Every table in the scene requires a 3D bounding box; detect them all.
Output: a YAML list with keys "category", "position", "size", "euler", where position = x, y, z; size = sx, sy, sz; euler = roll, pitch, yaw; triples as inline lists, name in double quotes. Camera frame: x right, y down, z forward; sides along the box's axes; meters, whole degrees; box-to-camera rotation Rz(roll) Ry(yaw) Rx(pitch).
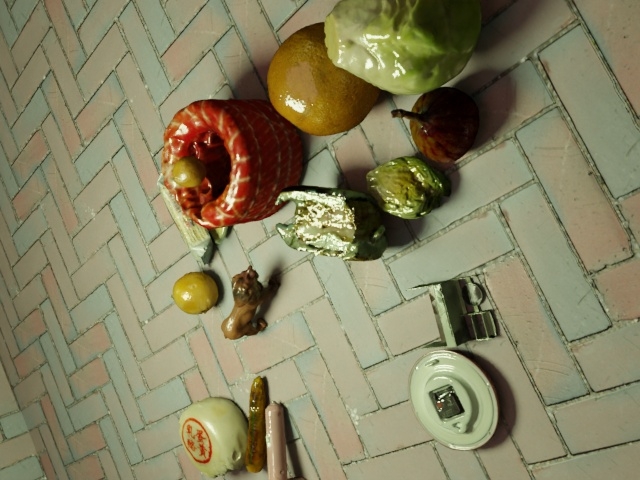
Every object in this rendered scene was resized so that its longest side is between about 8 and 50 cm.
- category: "table"
  position: [0.295, 0.164, 1.574]
  size: [0.175, 0.063, 0.146]
  euler: [-15, 90, 45]

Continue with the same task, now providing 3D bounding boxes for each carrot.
- category: "carrot"
  position: [-0.191, 0.553, 2.101]
  size: [0.066, 0.066, 0.314]
  euler: [13, 105, 39]

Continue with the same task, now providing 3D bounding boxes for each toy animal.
- category: "toy animal"
  position: [-0.220, 0.192, 1.970]
  size: [0.097, 0.158, 0.312]
  euler: [40, 123, 29]

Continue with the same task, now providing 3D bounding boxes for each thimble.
- category: "thimble"
  position: [-0.237, -0.211, 1.837]
  size: [0.350, 0.231, 0.349]
  euler: [10, 106, 39]

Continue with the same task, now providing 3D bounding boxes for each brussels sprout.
- category: "brussels sprout"
  position: [0.195, -0.121, 1.571]
  size: [0.181, 0.101, 0.138]
  euler: [14, 99, 40]
- category: "brussels sprout"
  position: [0.175, -0.427, 1.382]
  size: [0.273, 0.317, 0.242]
  euler: [51, 170, 12]

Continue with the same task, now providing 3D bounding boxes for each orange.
- category: "orange"
  position: [-0.326, -0.171, 1.722]
  size: [0.085, 0.085, 0.084]
  euler: [12, 108, 39]
- category: "orange"
  position: [0.013, -0.366, 1.570]
  size: [0.264, 0.264, 0.264]
  euler: [12, 108, 39]

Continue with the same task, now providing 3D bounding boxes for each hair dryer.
- category: "hair dryer"
  position: [-0.146, 0.643, 2.003]
  size: [0.125, 0.211, 0.352]
  euler: [-15, 76, 48]

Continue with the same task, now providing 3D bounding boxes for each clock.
- category: "clock"
  position: [0.307, 0.371, 1.618]
  size: [0.245, 0.056, 0.244]
  euler: [12, 109, 38]

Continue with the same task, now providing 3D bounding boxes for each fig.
- category: "fig"
  position: [0.254, -0.252, 1.442]
  size: [0.148, 0.202, 0.149]
  euler: [28, 83, 19]

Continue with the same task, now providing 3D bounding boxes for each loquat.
- category: "loquat"
  position: [-0.384, 0.163, 2.123]
  size: [0.141, 0.141, 0.141]
  euler: [12, 108, 39]

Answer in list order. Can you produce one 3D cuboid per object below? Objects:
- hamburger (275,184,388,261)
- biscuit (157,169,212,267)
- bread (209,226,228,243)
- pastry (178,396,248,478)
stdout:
- category: "hamburger"
  position: [0.042, -0.042, 1.669]
  size: [0.288, 0.192, 0.167]
  euler: [9, 93, 40]
- category: "biscuit"
  position: [-0.407, -0.073, 2.095]
  size: [0.309, 0.079, 0.186]
  euler: [60, 165, 10]
- category: "bread"
  position: [-0.314, -0.098, 2.062]
  size: [0.112, 0.036, 0.192]
  euler: [-49, 64, 37]
- category: "pastry"
  position: [-0.337, 0.622, 2.198]
  size: [0.265, 0.133, 0.264]
  euler: [15, 114, 37]
